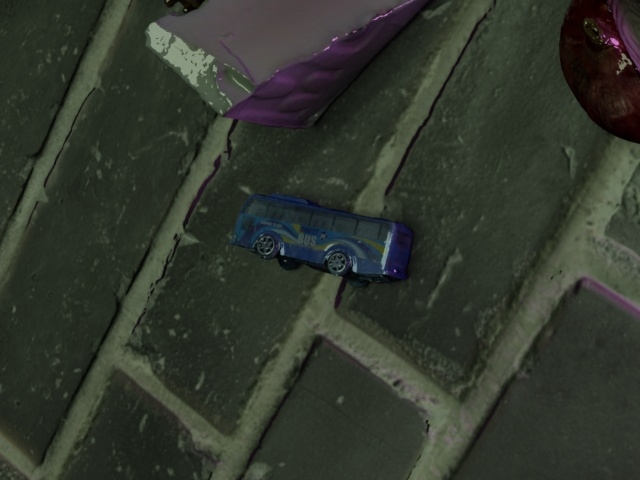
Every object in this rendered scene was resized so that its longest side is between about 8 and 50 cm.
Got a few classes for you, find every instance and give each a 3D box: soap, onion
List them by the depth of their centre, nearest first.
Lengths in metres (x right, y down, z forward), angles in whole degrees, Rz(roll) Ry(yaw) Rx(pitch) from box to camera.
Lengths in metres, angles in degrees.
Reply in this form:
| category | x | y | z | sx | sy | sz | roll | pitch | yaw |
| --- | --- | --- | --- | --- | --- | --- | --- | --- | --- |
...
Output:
| category | x | y | z | sx | sy | sz | roll | pitch | yaw |
| --- | --- | --- | --- | --- | --- | --- | --- | --- | --- |
| onion | 0.322 | -0.193 | 1.299 | 0.098 | 0.151 | 0.205 | -35 | 58 | 39 |
| soap | -0.024 | -0.284 | 1.413 | 0.302 | 0.258 | 0.159 | -48 | 69 | 20 |

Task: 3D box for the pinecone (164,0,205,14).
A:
| category | x | y | z | sx | sy | sz | roll | pitch | yaw |
| --- | --- | --- | --- | --- | --- | --- | --- | --- | --- |
| pinecone | -0.117 | -0.425 | 1.488 | 0.244 | 0.244 | 0.309 | 39 | 129 | 22 |

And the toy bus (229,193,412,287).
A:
| category | x | y | z | sx | sy | sz | roll | pitch | yaw |
| --- | --- | --- | --- | --- | --- | --- | --- | --- | --- |
| toy bus | 0.002 | -0.001 | 1.510 | 0.237 | 0.079 | 0.094 | 13 | 81 | 27 |
